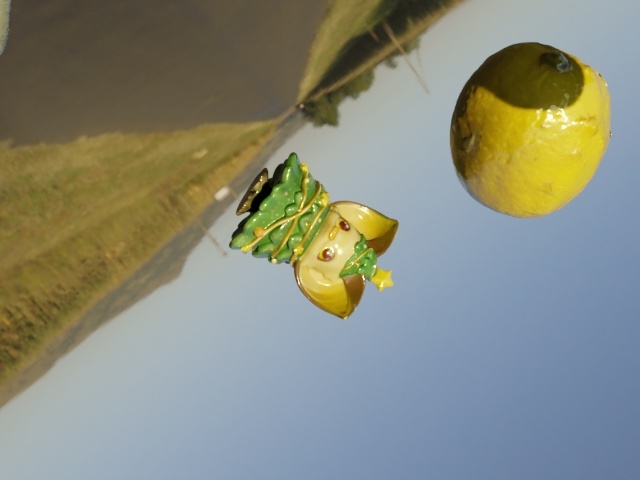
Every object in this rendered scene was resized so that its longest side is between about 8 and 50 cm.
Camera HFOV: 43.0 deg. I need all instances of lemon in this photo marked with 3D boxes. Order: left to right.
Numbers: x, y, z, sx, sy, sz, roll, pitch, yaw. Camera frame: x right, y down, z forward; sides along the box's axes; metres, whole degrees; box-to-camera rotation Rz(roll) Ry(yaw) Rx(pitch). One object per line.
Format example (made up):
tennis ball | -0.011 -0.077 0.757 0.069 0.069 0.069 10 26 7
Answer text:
lemon | 0.331 -0.172 1.298 0.261 0.283 0.260 -12 -146 9

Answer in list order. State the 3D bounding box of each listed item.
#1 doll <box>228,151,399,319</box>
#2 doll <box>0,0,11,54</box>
doll | -0.008 -0.001 0.537 0.077 0.113 0.078 -1 -125 56
doll | -0.381 -0.374 0.874 0.158 0.246 0.340 -74 180 -52
